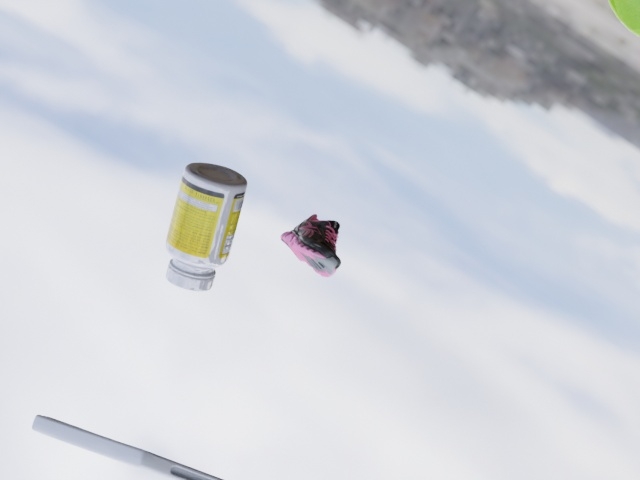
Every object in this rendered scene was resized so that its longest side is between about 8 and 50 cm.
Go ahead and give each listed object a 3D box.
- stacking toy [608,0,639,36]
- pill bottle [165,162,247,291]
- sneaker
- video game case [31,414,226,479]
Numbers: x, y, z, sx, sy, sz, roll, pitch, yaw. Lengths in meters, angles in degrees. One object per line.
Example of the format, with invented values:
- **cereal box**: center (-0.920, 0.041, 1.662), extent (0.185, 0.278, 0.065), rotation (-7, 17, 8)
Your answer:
- **stacking toy**: center (0.451, -0.272, 1.914), extent (0.279, 0.309, 0.130), rotation (41, -145, 16)
- **pill bottle**: center (-0.115, -0.012, 1.892), extent (0.065, 0.116, 0.065), rotation (14, -163, -5)
- **sneaker**: center (0.000, 0.000, 2.053), extent (0.047, 0.057, 0.119), rotation (53, 173, -24)
- **video game case**: center (-0.240, 0.290, 2.589), extent (0.227, 0.026, 0.206), rotation (11, 168, 43)
